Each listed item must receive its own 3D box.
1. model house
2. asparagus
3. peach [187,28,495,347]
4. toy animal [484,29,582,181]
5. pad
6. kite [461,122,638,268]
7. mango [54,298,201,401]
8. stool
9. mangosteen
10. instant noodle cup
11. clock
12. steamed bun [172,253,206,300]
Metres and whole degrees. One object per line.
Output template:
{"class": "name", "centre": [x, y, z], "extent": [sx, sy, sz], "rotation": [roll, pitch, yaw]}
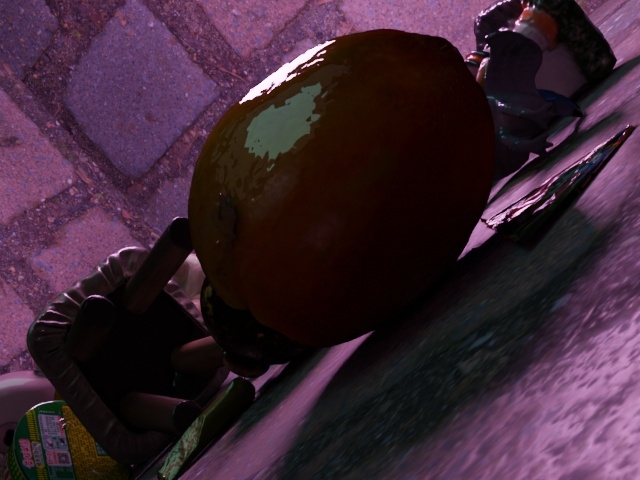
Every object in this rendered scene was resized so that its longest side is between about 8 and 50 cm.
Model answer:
{"class": "model house", "centre": [0.281, -0.242, 1.668], "extent": [0.301, 0.190, 0.271], "rotation": [-47, 13, -11]}
{"class": "asparagus", "centre": [-0.157, 0.256, 1.405], "extent": [0.178, 0.041, 0.045], "rotation": [-44, -4, -33]}
{"class": "peach", "centre": [0.030, -0.065, 1.140], "extent": [0.373, 0.290, 0.372], "rotation": [-32, -41, -33]}
{"class": "toy animal", "centre": [0.249, -0.163, 1.379], "extent": [0.176, 0.255, 0.239], "rotation": [-118, 34, -64]}
{"class": "pad", "centre": [-0.214, 0.304, 1.833], "extent": [0.245, 0.006, 0.170], "rotation": [-39, 3, 43]}
{"class": "kite", "centre": [0.234, -0.050, 1.079], "extent": [0.234, 0.016, 0.321], "rotation": [-41, 3, 5]}
{"class": "mango", "centre": [-0.321, 0.241, 1.902], "extent": [0.384, 0.221, 0.199], "rotation": [-42, -25, -42]}
{"class": "stool", "centre": [-0.265, 0.160, 1.692], "extent": [0.226, 0.310, 0.310], "rotation": [-28, 13, 46]}
{"class": "mangosteen", "centre": [-0.077, 0.106, 1.477], "extent": [0.192, 0.192, 0.217], "rotation": [-43, -27, -39]}
{"class": "instant noodle cup", "centre": [-0.453, 0.414, 1.707], "extent": [0.232, 0.207, 0.207], "rotation": [-50, -2, 30]}
{"class": "clock", "centre": [-0.602, 0.419, 2.101], "extent": [0.326, 0.342, 0.184], "rotation": [-33, -4, -7]}
{"class": "steamed bun", "centre": [-0.217, 0.132, 2.426], "extent": [0.268, 0.207, 0.280], "rotation": [1, -1, 22]}
